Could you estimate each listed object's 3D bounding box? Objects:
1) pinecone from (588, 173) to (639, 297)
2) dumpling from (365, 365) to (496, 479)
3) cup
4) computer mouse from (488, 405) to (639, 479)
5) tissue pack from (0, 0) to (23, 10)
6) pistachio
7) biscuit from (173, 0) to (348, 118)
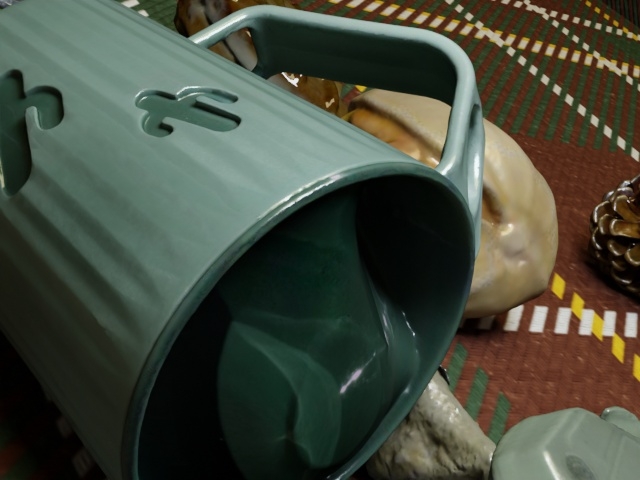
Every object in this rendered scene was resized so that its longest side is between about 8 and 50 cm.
[{"bbox_3d":[0.451,-0.003,1.577,0.186,0.168,0.212,14,10,10],"label":"pinecone"},{"bbox_3d":[0.046,0.124,1.032,0.086,0.166,0.332,-20,56,-18],"label":"dumpling"},{"bbox_3d":[-0.079,-0.011,0.935,0.401,0.310,0.392,-20,44,-38],"label":"cup"},{"bbox_3d":[0.270,0.287,0.885,0.429,0.145,0.228,34,28,-14],"label":"computer mouse"},{"bbox_3d":[-0.283,-0.244,1.481,0.236,0.073,0.173,27,22,0],"label":"tissue pack"},{"bbox_3d":[0.121,-0.038,1.314,0.309,0.229,0.230,32,26,22],"label":"pistachio"},{"bbox_3d":[-0.069,-0.250,1.578,0.268,0.115,0.366,39,17,-23],"label":"biscuit"}]
